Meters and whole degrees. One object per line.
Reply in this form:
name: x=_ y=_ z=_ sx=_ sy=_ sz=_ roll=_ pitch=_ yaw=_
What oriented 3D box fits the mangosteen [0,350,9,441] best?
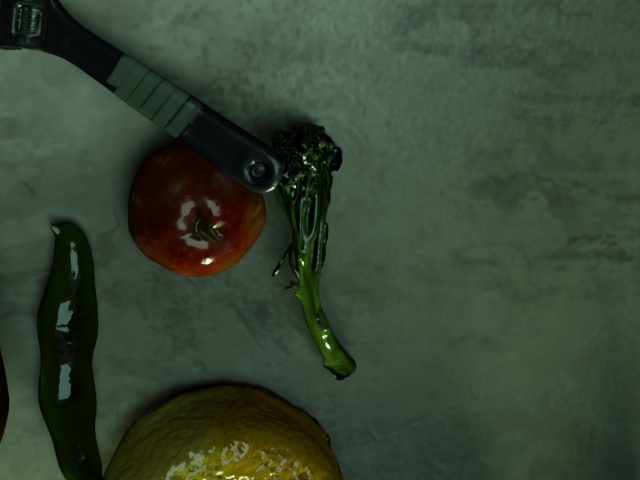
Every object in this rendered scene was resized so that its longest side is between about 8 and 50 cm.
mangosteen: x=-0.401 y=0.118 z=1.205 sx=0.289 sy=0.231 sz=0.231 roll=11 pitch=106 yaw=23

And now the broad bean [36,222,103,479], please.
broad bean: x=-0.227 y=0.127 z=1.314 sx=0.060 sy=0.043 sz=0.297 roll=-10 pitch=109 yaw=-28

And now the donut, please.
donut: x=-0.082 y=0.215 z=1.340 sx=0.259 sy=0.101 sz=0.152 roll=4 pitch=99 yaw=-18

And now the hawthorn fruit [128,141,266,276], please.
hawthorn fruit: x=-0.112 y=-0.028 z=1.258 sx=0.125 sy=0.140 sz=0.125 roll=5 pitch=104 yaw=21

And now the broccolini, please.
broccolini: x=0.001 y=0.008 z=1.324 sx=0.123 sy=0.062 sz=0.271 roll=-48 pitch=136 yaw=-41

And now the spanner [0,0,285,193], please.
spanner: x=-0.166 y=-0.133 z=1.212 sx=0.316 sy=0.024 sz=0.087 roll=35 pitch=106 yaw=2
